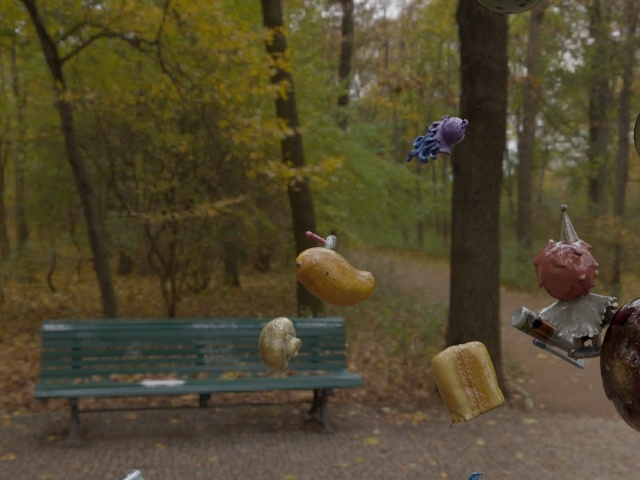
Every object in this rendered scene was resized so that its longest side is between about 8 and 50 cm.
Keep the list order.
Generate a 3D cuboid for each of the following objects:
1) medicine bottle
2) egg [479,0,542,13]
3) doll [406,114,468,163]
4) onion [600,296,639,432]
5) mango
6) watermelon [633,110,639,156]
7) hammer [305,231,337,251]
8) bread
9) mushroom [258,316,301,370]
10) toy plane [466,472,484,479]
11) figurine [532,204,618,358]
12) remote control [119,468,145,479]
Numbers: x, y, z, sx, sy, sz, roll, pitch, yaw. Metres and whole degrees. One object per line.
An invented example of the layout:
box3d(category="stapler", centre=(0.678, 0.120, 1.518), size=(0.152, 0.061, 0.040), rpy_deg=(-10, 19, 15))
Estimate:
box3d(category="medicine bottle", centre=(0.606, 0.259, 2.088), size=(0.220, 0.092, 0.061), rpy_deg=(27, -39, -10))
box3d(category="egg", centre=(0.363, -0.523, 1.518), size=(0.169, 0.169, 0.237), rpy_deg=(1, 32, -13))
box3d(category="doll", centre=(0.287, -0.247, 1.962), size=(0.067, 0.110, 0.206), rpy_deg=(20, -31, -34))
box3d(category="onion", centre=(0.811, 0.289, 1.786), size=(0.281, 0.337, 0.260), rpy_deg=(1, -3, -19))
box3d(category="mango", centre=(0.027, 0.073, 1.511), size=(0.190, 0.098, 0.075), rpy_deg=(25, -20, -35))
box3d(category="watermelon", centre=(0.691, -0.217, 1.580), size=(0.119, 0.245, 0.063), rpy_deg=(18, 49, 34))
box3d(category="hammer", centre=(0.000, 0.000, 1.954), size=(0.083, 0.053, 0.031), rpy_deg=(28, -41, -11))
box3d(category="bread", centre=(0.316, 0.308, 1.735), size=(0.134, 0.173, 0.085), rpy_deg=(-17, -2, -17))
box3d(category="mushroom", centre=(-0.113, 0.285, 2.184), size=(0.112, 0.148, 0.148), rpy_deg=(17, 7, 17))
box3d(category="toy plane", centre=(0.345, 0.712, 1.999), size=(0.271, 0.254, 0.105), rpy_deg=(-13, -36, 33))
box3d(category="figurine", centre=(0.630, 0.105, 1.996), size=(0.207, 0.387, 0.166), rpy_deg=(-16, 0, 38))
box3d(category="remote control", centre=(-0.419, 0.518, 1.547), size=(0.104, 0.052, 0.247), rpy_deg=(-43, -7, 13))
